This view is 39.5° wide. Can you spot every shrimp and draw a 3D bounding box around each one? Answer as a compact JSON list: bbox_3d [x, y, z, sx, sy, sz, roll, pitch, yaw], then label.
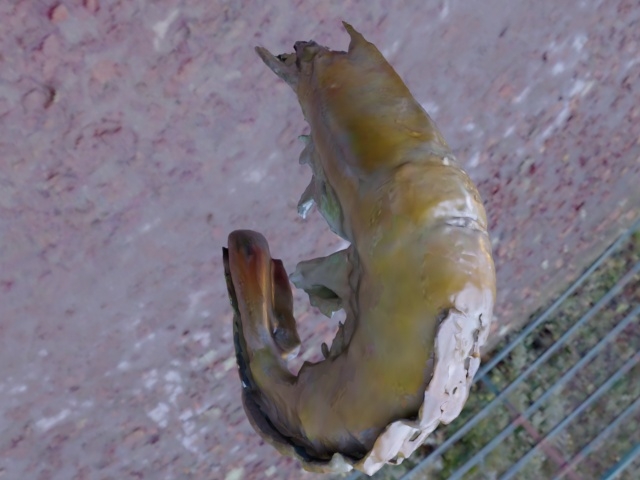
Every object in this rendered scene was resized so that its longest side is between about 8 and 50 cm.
[{"bbox_3d":[0.001,0.000,0.431,0.058,0.253,0.173,17,117,-33],"label":"shrimp"}]
